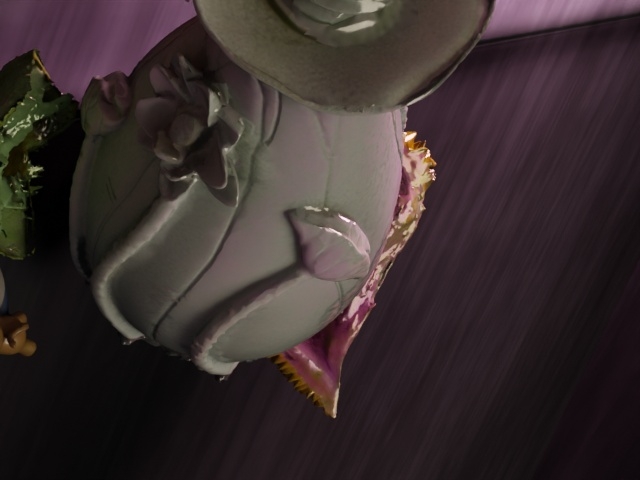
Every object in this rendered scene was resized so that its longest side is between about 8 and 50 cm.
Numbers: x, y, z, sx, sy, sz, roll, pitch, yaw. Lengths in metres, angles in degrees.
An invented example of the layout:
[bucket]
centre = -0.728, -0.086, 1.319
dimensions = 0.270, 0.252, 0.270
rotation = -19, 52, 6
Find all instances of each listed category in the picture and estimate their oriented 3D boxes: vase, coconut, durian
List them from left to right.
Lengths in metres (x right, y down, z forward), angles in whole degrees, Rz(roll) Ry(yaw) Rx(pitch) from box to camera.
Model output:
[coconut]
centre = -0.207, -0.065, 1.150
dimensions = 0.133, 0.055, 0.158
rotation = -71, 175, -56
[vase]
centre = -0.035, -0.078, 1.164
dimensions = 0.250, 0.250, 0.445
rotation = -47, 174, -27
[durian]
centre = -0.012, -0.008, 1.567
dimensions = 0.186, 0.154, 0.260
rotation = 34, 90, -47

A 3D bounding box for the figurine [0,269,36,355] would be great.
[figurine]
centre = -0.289, 0.027, 0.990
dimensions = 0.158, 0.161, 0.275
rotation = -42, 152, -4
